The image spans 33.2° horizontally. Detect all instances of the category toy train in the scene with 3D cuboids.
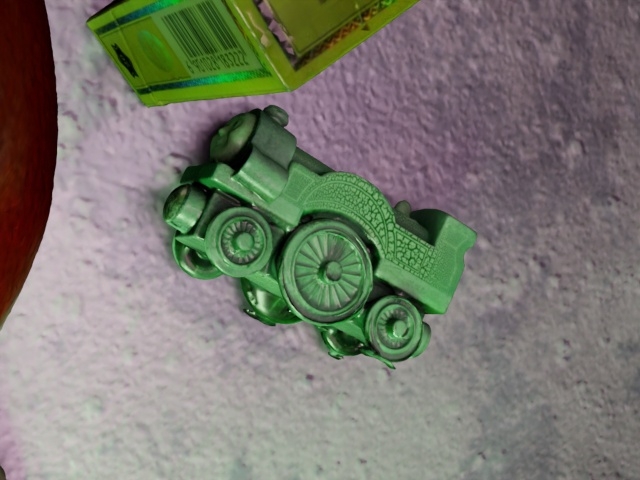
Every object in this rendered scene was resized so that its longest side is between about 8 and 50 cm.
[{"bbox_3d":[0.000,0.000,0.599,0.178,0.071,0.104,31,76,-25],"label":"toy train"}]

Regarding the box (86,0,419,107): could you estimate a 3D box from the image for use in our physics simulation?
[{"bbox_3d":[-0.016,-0.125,0.494,0.141,0.220,0.064,-39,110,-16],"label":"box"}]

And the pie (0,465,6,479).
[{"bbox_3d":[-0.215,0.130,0.487,0.195,0.046,0.195,17,70,-59],"label":"pie"}]

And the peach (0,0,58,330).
[{"bbox_3d":[-0.229,-0.089,0.338,0.281,0.281,0.338,-16,105,-21],"label":"peach"}]
